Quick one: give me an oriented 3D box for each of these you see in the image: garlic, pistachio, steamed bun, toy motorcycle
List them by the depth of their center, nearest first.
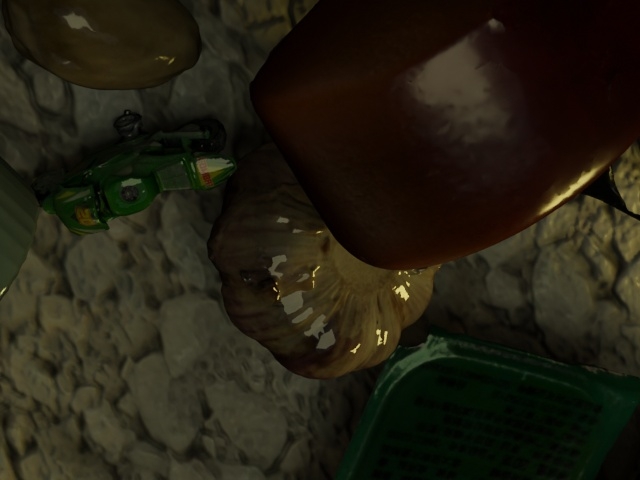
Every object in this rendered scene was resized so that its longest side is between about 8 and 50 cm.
[{"bbox_3d":[0.143,-0.157,1.559,0.379,0.248,0.235,-44,119,-25],"label":"steamed bun"},{"bbox_3d":[-0.188,-0.186,1.620,0.185,0.126,0.108,24,152,-25],"label":"pistachio"},{"bbox_3d":[-0.171,-0.058,1.681,0.190,0.106,0.074,-19,119,-1],"label":"toy motorcycle"},{"bbox_3d":[0.000,0.000,1.718,0.245,0.160,0.245,-4,98,-34],"label":"garlic"}]

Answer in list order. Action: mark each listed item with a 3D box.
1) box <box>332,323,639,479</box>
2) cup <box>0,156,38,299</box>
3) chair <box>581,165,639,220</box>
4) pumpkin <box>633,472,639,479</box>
[{"bbox_3d":[0.127,0.231,1.890,0.264,0.106,0.337,16,113,-18],"label":"box"},{"bbox_3d":[-0.414,-0.027,1.524,0.257,0.331,0.311,-36,121,18],"label":"cup"},{"bbox_3d":[0.329,-0.089,1.778,0.145,0.221,0.140,-29,129,-47],"label":"chair"},{"bbox_3d":[0.381,0.326,1.879,0.238,0.315,0.315,44,103,6],"label":"pumpkin"}]
